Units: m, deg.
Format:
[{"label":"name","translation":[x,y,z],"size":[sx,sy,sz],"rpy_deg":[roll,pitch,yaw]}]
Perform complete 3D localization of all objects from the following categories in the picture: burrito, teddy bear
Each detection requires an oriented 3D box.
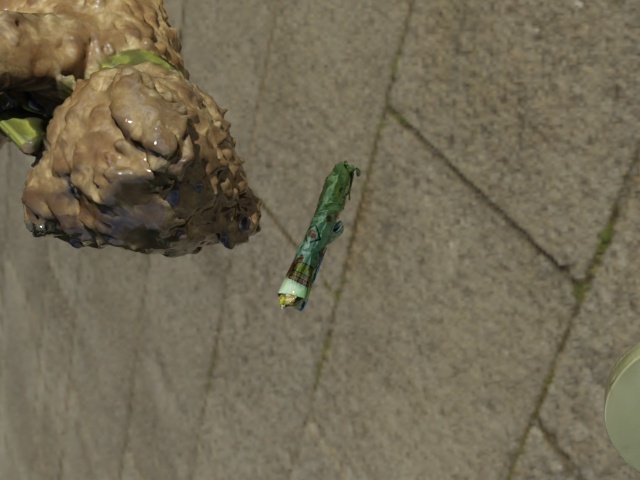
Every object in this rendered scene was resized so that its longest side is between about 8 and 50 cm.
[{"label":"burrito","translation":[0.000,0.000,1.825],"size":[0.104,0.054,0.288],"rpy_deg":[74,-145,-67]},{"label":"teddy bear","translation":[-0.194,-0.073,0.752],"size":[0.246,0.296,0.222],"rpy_deg":[61,-156,-52]}]

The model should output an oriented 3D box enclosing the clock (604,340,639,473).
[{"label":"clock","translation":[0.432,0.188,1.179],"size":[0.029,0.235,0.235],"rpy_deg":[-66,-6,-54]}]
